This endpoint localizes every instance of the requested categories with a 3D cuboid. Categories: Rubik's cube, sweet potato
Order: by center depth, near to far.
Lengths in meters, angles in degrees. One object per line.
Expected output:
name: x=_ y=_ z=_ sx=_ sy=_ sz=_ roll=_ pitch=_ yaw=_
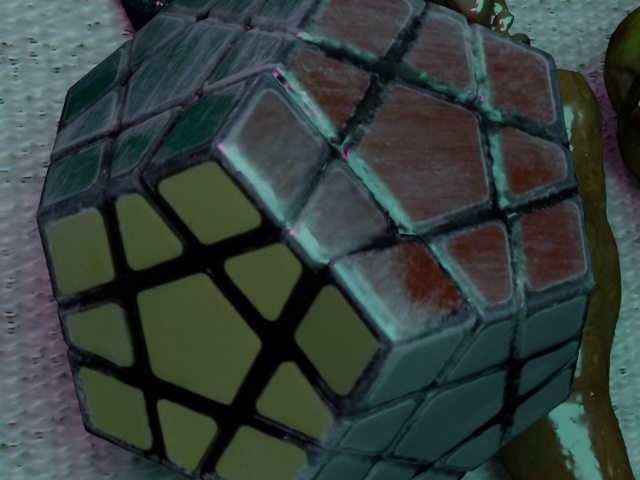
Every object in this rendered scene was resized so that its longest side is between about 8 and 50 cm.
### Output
Rubik's cube: x=0.000 y=0.000 z=0.709 sx=0.264 sy=0.319 sz=0.319 roll=-7 pitch=74 yaw=3
sweet potato: x=0.150 y=0.055 z=0.852 sx=0.106 sy=0.095 sz=0.355 roll=-11 pitch=70 yaw=21

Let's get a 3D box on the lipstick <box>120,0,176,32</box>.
lipstick: x=-0.116 y=-0.185 z=0.844 sx=0.053 sy=0.053 sz=0.234 roll=-20 pitch=79 yaw=-27

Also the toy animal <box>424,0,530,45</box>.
toy animal: x=0.047 y=-0.219 z=0.863 sx=0.097 sy=0.157 sz=0.312 roll=-26 pitch=75 yaw=11

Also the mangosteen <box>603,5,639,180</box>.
mangosteen: x=0.351 y=-0.111 z=0.906 sx=0.288 sy=0.288 sz=0.288 roll=7 pitch=70 yaw=-20
